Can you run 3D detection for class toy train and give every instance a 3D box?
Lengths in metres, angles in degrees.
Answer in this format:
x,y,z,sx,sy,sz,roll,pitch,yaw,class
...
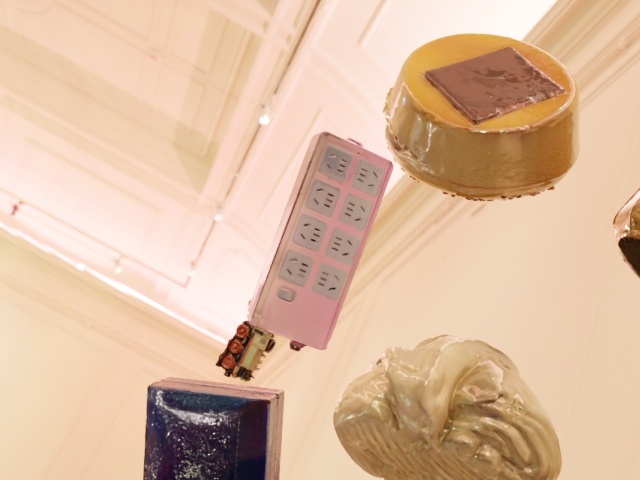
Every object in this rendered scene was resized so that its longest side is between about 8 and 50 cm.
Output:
x,y,z,sx,sy,sz,roll,pitch,yaw,class
-0.104,0.142,1.417,0.085,0.249,0.053,27,-3,11,toy train

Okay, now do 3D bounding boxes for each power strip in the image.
x,y,z,sx,sy,sz,roll,pitch,yaw,class
0.000,0.000,0.968,0.109,0.278,0.037,23,-7,-19,power strip

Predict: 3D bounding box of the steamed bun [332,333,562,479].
x,y,z,sx,sy,sz,roll,pitch,yaw,class
0.216,0.296,1.338,0.339,0.247,0.352,37,-38,-11,steamed bun

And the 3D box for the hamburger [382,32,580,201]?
x,y,z,sx,sy,sz,roll,pitch,yaw,class
0.240,-0.177,1.158,0.300,0.300,0.176,18,-44,14,hamburger

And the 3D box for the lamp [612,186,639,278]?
x,y,z,sx,sy,sz,roll,pitch,yaw,class
0.463,-0.028,0.945,0.161,0.185,0.161,44,-10,9,lamp

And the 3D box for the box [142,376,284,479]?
x,y,z,sx,sy,sz,roll,pitch,yaw,class
-0.229,0.441,1.656,0.279,0.261,0.116,4,1,14,box
